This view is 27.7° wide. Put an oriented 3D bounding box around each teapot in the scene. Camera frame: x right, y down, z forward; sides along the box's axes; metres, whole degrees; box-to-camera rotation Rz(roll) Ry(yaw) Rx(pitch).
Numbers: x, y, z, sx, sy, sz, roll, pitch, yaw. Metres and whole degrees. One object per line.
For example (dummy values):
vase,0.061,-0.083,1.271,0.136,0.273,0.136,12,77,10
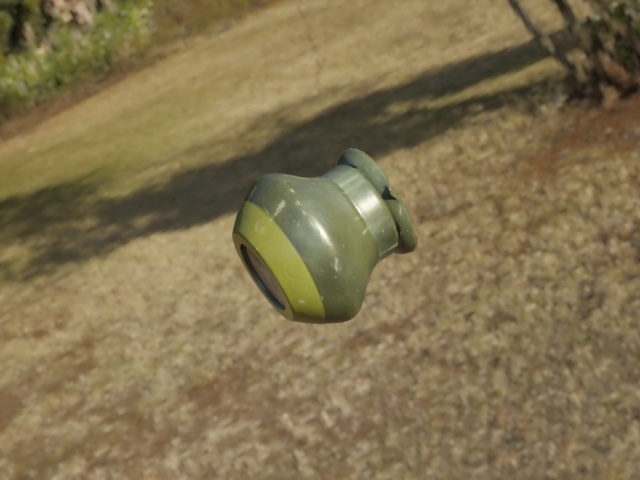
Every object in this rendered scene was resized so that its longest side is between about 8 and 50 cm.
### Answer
teapot,0.000,0.000,1.018,0.119,0.130,0.166,-33,-5,-15
